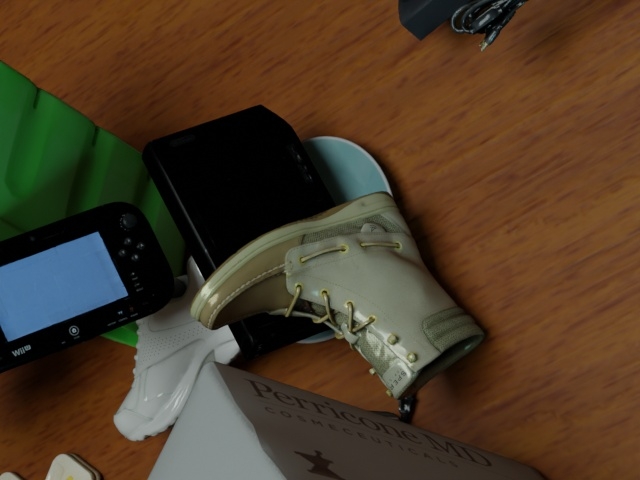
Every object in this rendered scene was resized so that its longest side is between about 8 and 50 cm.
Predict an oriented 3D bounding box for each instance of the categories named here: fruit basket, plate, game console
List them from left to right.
[{"bbox_3d":[-0.338,0.041,1.769,0.283,0.392,0.392,12,90,41],"label":"fruit basket"},{"bbox_3d":[-0.148,0.025,1.619,0.213,0.361,0.044,61,157,20],"label":"game console"},{"bbox_3d":[0.000,0.000,1.716,0.188,0.024,0.188,-8,78,39],"label":"plate"}]

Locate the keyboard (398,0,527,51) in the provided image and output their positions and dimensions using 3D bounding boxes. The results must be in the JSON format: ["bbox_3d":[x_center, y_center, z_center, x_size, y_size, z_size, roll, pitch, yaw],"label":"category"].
[{"bbox_3d":[0.181,-0.273,1.560,0.317,0.033,0.201,-39,35,30],"label":"keyboard"}]

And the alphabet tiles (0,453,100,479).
[{"bbox_3d":[-0.266,0.360,1.879,0.278,0.021,0.284,31,102,39],"label":"alphabet tiles"}]

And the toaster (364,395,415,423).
[{"bbox_3d":[-0.011,0.222,1.628,0.168,0.110,0.185,-12,74,38],"label":"toaster"}]

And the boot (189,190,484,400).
[{"bbox_3d":[0.016,0.063,1.567,0.165,0.213,0.077,55,148,17],"label":"boot"}]

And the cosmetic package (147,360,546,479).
[{"bbox_3d":[0.041,0.344,1.339,0.327,0.329,0.393,-64,28,11],"label":"cosmetic package"}]

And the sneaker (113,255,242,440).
[{"bbox_3d":[-0.131,0.088,1.734,0.115,0.090,0.232,43,121,3],"label":"sneaker"}]
